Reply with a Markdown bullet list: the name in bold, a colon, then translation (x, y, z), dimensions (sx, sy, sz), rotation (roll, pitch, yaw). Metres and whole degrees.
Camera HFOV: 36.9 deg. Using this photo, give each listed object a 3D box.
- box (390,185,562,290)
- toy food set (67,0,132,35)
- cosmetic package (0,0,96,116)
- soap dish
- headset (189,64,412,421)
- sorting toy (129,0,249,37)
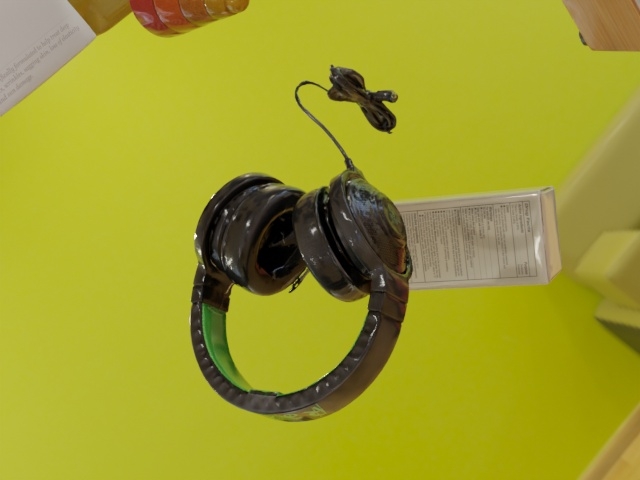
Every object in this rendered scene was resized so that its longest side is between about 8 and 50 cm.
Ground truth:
- **box**: translation (0.212, -0.001, 1.514), dimensions (0.311, 0.148, 0.121), rotation (-3, 6, 24)
- **toy food set**: translation (-0.347, -0.406, 1.529), dimensions (0.218, 0.128, 0.071), rotation (-43, 10, -19)
- **cosmetic package**: translation (-0.519, -0.229, 1.372), dimensions (0.385, 0.156, 0.217), rotation (-16, 29, 47)
- **soap dish**: translation (0.348, -0.400, 1.222), dimensions (0.118, 0.291, 0.229), rotation (-21, 28, 36)
- **headset**: translation (0.000, 0.000, 1.038), dimensions (0.185, 0.243, 0.394), rotation (29, -113, -53)
- **sorting toy**: translation (-0.153, -0.358, 0.961), dimensions (0.127, 0.126, 0.366), rotation (-44, -42, -27)
